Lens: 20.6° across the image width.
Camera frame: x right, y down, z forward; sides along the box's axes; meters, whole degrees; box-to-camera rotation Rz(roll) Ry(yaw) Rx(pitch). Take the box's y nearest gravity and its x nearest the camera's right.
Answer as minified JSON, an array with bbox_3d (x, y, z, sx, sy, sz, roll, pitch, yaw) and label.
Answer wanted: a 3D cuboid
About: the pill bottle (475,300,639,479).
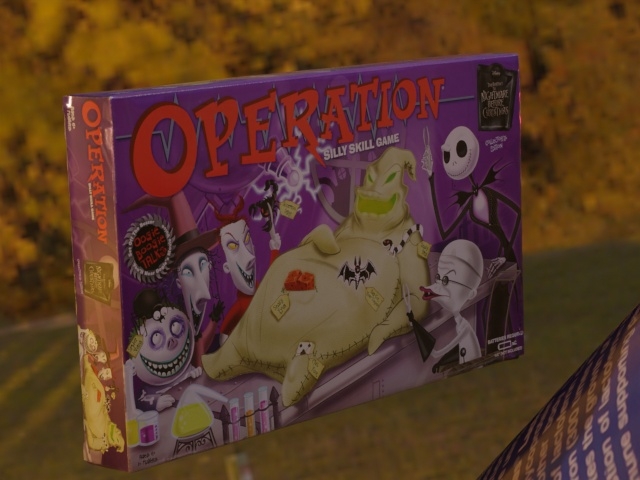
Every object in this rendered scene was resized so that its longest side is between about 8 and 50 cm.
[{"bbox_3d":[0.107,0.095,0.426,0.153,0.153,0.264,-15,-28,-39],"label":"pill bottle"}]

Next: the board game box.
[{"bbox_3d":[0.000,0.000,1.059,0.056,0.208,0.347,1,10,45],"label":"board game box"}]
